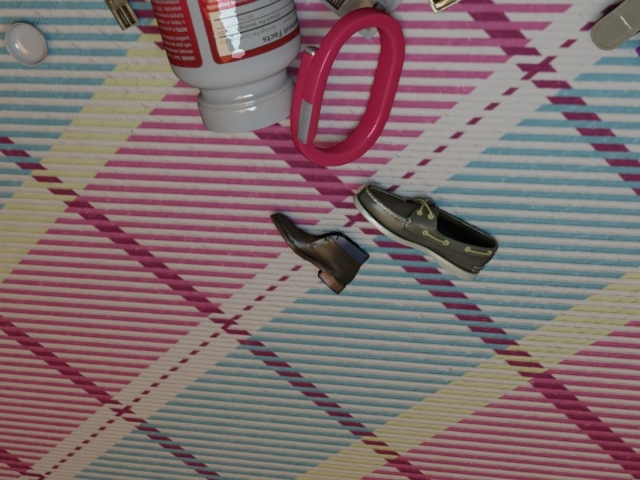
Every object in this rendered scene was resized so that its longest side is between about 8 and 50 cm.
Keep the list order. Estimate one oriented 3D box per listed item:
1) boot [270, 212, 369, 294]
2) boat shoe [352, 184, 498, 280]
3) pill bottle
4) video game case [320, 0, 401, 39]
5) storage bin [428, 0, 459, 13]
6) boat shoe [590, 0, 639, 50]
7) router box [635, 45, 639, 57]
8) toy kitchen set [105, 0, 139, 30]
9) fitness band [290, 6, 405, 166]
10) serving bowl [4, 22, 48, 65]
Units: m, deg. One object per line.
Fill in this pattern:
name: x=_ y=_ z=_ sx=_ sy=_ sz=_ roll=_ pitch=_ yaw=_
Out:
boot: x=0.000 y=0.000 z=1.539 sx=0.106 sy=0.082 sz=0.219 roll=-42 pitch=103 yaw=7
boat shoe: x=0.206 y=-0.031 z=1.448 sx=0.305 sy=0.109 sz=0.091 roll=29 pitch=122 yaw=-15
pill bottle: x=-0.160 y=-0.395 z=1.212 sx=0.229 sy=0.229 sz=0.407 roll=-4 pitch=121 yaw=13
video game case: x=0.075 y=-0.463 z=1.249 sx=0.173 sy=0.022 sz=0.190 roll=36 pitch=122 yaw=-13
storage bin: x=0.229 y=-0.528 z=1.104 sx=0.260 sy=0.123 sz=0.262 roll=-25 pitch=112 yaw=18
boat shoe: x=0.515 y=-0.368 z=1.153 sx=0.075 sy=0.065 sz=0.206 roll=53 pitch=148 yaw=-7
router box: x=0.598 y=-0.295 z=1.185 sx=0.133 sy=0.046 sz=0.179 roll=-35 pitch=147 yaw=28
toy kitchen set: x=-0.334 y=-0.426 z=1.326 sx=0.068 sy=0.083 sz=0.075 roll=-37 pitch=116 yaw=-17
fitness band: x=0.047 y=-0.259 z=1.288 sx=0.054 sy=0.209 sz=0.291 roll=40 pitch=130 yaw=34
serving bowl: x=-0.556 y=-0.376 z=1.418 sx=0.083 sy=0.027 sz=0.083 roll=5 pitch=122 yaw=8
